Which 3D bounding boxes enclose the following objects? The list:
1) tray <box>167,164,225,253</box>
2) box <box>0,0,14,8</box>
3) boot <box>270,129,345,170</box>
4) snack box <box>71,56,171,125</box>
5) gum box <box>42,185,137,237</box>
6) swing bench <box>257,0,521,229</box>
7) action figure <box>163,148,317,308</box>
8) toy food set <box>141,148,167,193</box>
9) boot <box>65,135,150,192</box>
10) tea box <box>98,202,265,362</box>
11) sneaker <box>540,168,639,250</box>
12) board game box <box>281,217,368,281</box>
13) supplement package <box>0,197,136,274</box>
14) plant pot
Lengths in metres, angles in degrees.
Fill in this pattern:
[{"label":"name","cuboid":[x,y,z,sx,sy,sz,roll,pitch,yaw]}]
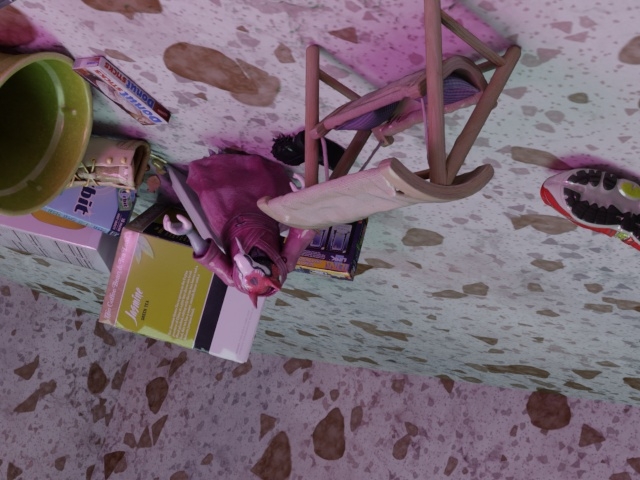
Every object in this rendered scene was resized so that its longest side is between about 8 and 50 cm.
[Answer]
[{"label":"tray","cuboid":[-0.225,-0.039,1.589,0.145,0.030,0.270,39,-169,-49]},{"label":"box","cuboid":[-0.484,-0.385,0.993,0.183,0.056,0.231,-3,155,44]},{"label":"boot","cuboid":[-0.020,-0.146,1.357,0.121,0.045,0.099,29,157,-27]},{"label":"snack box","cuboid":[-0.333,-0.250,1.330,0.064,0.022,0.178,2,157,32]},{"label":"gum box","cuboid":[-0.479,-0.111,1.638,0.184,0.157,0.041,21,161,-20]},{"label":"swing bench","cuboid":[0.082,-0.134,0.974,0.165,0.254,0.253,27,159,-32]},{"label":"action figure","cuboid":[-0.134,0.001,1.370,0.248,0.370,0.275,-7,131,-7]},{"label":"toy food set","cuboid":[-0.356,-0.148,1.621,0.078,0.019,0.122,26,143,-16]},{"label":"boot","cuboid":[-0.449,-0.124,1.467,0.203,0.262,0.095,11,125,8]},{"label":"tea box","cuboid":[-0.275,0.080,1.752,0.323,0.220,0.329,17,-169,-3]},{"label":"sneaker","cuboid":[0.470,-0.046,1.230,0.279,0.107,0.118,23,179,-15]},{"label":"board game box","cuboid":[0.000,0.000,1.617,0.170,0.141,0.048,10,161,18]},{"label":"supplement package","cuboid":[-0.578,-0.072,1.762,0.263,0.199,0.198,15,161,-1]},{"label":"plant pot","cuboid":[-0.566,-0.212,1.305,0.254,0.276,0.276,22,164,17]}]
